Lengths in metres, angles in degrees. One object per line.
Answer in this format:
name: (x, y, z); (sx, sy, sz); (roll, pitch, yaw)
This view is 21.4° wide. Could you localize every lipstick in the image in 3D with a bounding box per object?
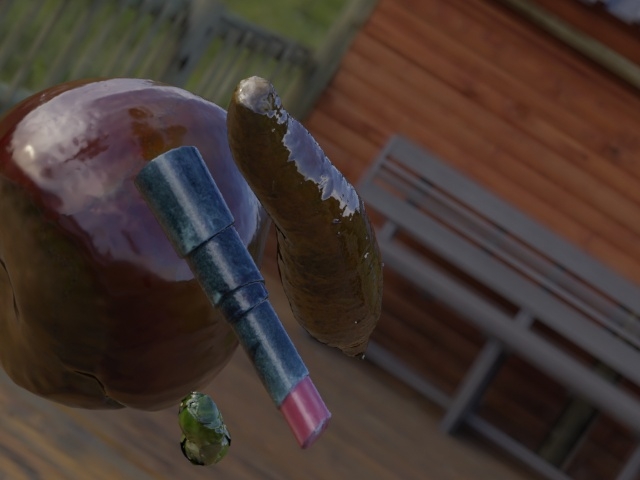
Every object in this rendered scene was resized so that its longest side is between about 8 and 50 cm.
lipstick: (-0.059, 0.042, 1.205); (0.234, 0.053, 0.053); (61, 20, 18)

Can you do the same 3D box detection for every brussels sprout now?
brussels sprout: (-0.105, 0.173, 1.516); (0.051, 0.046, 0.083); (48, -14, 26)

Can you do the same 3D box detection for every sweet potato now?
sweet potato: (0.001, -0.001, 0.861); (0.057, 0.057, 0.264); (37, -18, 26)

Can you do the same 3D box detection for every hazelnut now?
hazelnut: (-0.218, 0.011, 1.899); (0.359, 0.359, 0.409); (36, -31, 21)
